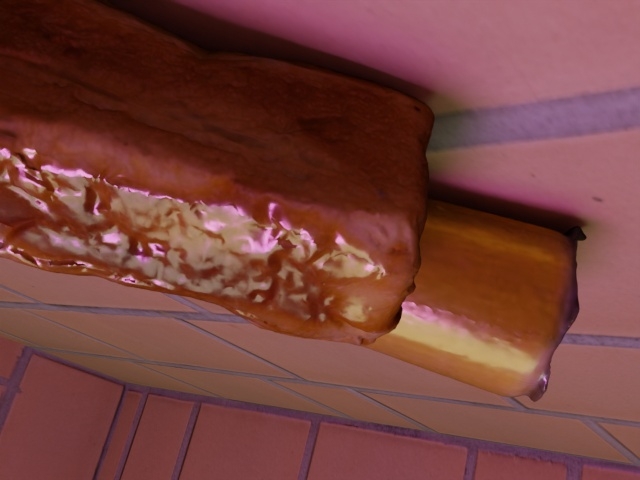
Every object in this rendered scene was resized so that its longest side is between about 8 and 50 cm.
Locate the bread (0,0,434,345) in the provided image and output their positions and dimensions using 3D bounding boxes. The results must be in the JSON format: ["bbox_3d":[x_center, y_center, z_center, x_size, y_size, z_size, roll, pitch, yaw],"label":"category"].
[{"bbox_3d":[-0.090,-0.050,0.474,0.343,0.195,0.149,18,139,-7],"label":"bread"}]

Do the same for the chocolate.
[{"bbox_3d":[0.000,0.000,0.639,0.445,0.162,0.162,18,160,5],"label":"chocolate"}]
